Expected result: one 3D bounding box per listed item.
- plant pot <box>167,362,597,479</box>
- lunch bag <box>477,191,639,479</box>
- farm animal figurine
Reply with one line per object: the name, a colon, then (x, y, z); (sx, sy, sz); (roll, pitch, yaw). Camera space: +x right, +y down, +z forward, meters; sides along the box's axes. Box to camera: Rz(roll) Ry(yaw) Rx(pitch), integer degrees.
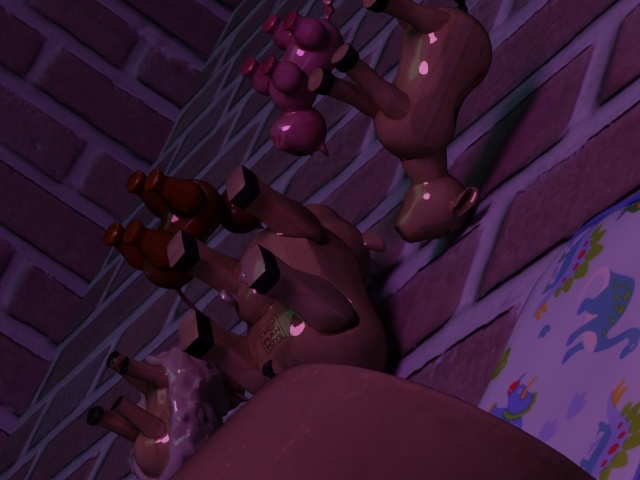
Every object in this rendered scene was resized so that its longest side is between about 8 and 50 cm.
plant pot: (-0.005, 0.169, 0.574); (0.229, 0.263, 0.263); (-61, 14, -21)
lunch bag: (0.136, 0.079, 0.760); (0.176, 0.090, 0.219); (-34, 25, 60)
farm animal figurine: (0.000, 0.000, 1.302); (0.330, 0.172, 0.327); (-36, 35, 36)
